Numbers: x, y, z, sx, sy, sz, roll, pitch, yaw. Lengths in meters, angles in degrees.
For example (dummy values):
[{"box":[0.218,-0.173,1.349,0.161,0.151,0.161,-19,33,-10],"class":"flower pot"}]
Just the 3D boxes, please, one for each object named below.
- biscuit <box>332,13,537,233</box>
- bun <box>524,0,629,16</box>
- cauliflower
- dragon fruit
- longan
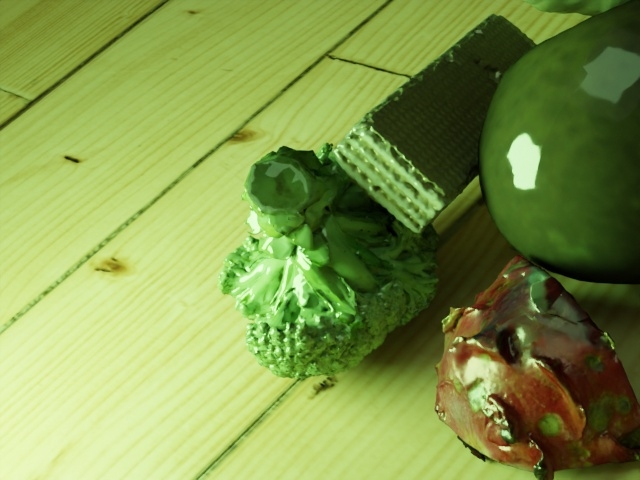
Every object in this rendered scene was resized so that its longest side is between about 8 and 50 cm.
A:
[{"box":[0.168,-0.150,1.385,0.078,0.144,0.426,-50,-4,40],"class":"biscuit"},{"box":[0.383,-0.425,1.528,0.360,0.359,0.210,-14,50,16],"class":"bun"},{"box":[0.000,0.000,1.301,0.272,0.250,0.275,-35,42,-9],"class":"cauliflower"},{"box":[0.186,0.125,1.143,0.161,0.126,0.274,-30,36,-6],"class":"dragon fruit"},{"box":[0.330,-0.111,1.220,0.350,0.288,0.288,-35,37,-3],"class":"longan"}]
